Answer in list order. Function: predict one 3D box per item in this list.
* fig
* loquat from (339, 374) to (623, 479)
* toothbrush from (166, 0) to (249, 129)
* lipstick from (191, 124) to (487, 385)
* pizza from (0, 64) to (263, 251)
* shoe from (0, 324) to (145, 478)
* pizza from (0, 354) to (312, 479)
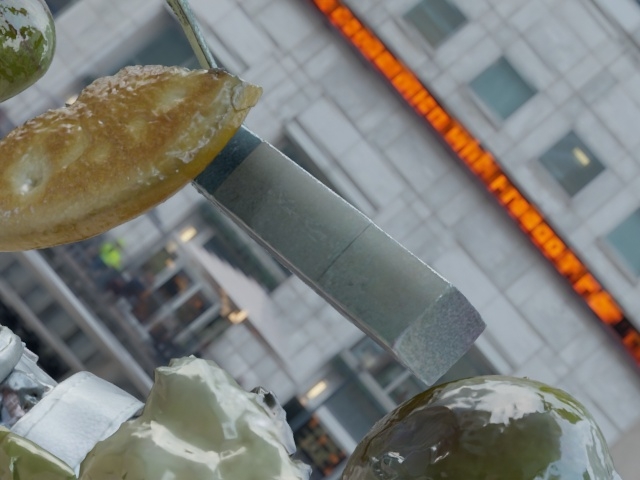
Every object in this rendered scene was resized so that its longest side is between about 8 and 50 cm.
[{"bbox_3d":[-0.356,-0.239,1.573,0.186,0.142,0.148,92,-27,-48],"label":"fig"},{"bbox_3d":[0.085,0.157,0.873,0.152,0.195,0.152,35,49,-54],"label":"loquat"},{"bbox_3d":[-0.121,-0.195,1.325,0.294,0.028,0.026,59,-26,-7],"label":"toothbrush"},{"bbox_3d":[0.000,0.000,1.159,0.317,0.068,0.066,39,-7,47],"label":"lipstick"},{"bbox_3d":[-0.176,-0.069,1.212,0.134,0.271,0.056,49,-9,37],"label":"pizza"},{"bbox_3d":[-0.172,0.113,0.772,0.351,0.198,0.172,58,34,-21],"label":"shoe"},{"bbox_3d":[-0.083,0.142,0.331,0.089,0.323,0.223,17,60,-42],"label":"pizza"}]
